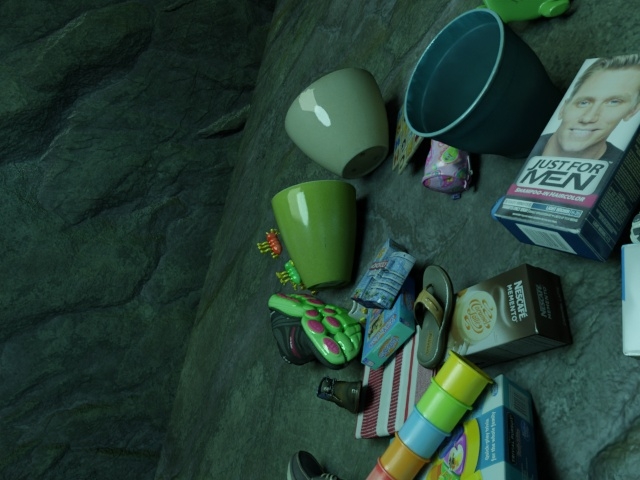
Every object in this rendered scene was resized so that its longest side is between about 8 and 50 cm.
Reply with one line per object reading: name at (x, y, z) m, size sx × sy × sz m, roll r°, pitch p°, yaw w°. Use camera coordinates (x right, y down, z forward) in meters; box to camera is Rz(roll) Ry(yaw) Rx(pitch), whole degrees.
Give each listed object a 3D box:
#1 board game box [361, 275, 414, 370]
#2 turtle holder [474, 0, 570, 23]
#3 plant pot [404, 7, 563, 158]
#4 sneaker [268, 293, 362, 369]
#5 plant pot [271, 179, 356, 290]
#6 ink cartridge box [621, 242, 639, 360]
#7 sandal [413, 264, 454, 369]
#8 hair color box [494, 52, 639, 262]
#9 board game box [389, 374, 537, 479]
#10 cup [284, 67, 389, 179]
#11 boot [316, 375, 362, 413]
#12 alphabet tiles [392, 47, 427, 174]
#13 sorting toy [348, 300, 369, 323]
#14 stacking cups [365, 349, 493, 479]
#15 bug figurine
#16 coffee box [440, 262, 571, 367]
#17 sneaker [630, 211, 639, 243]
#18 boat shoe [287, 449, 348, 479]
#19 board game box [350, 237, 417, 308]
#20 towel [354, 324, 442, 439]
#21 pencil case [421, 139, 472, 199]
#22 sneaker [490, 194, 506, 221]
board game box at (0.172, 0.198, 1.275) m, size 0.160 × 0.047 × 0.210 m, roll -53°, pitch 9°, yaw 31°
turtle holder at (0.475, -0.626, 1.167) m, size 0.227 × 0.243 × 0.320 m, roll -78°, pitch -16°, yaw -46°
plant pot at (0.364, -0.301, 1.089) m, size 0.271 × 0.255 × 0.272 m, roll -40°, pitch 40°, yaw 44°
sneaker at (-0.020, 0.296, 1.553) m, size 0.483 × 0.185 × 0.202 m, roll -162°, pitch 73°, yaw -66°
plant pot at (0.000, 0.000, 1.596) m, size 0.275 × 0.275 × 0.293 m, roll -30°, pitch 64°, yaw 52°
ink cartridge box at (0.490, 0.098, 0.671) m, size 0.086 × 0.203 × 0.148 m, roll -18°, pitch 58°, yaw 54°
sandal at (0.223, 0.154, 1.062) m, size 0.090 × 0.060 × 0.219 m, roll -13°, pitch 62°, yaw 62°
hair color box at (0.469, -0.149, 0.873) m, size 0.347 × 0.105 × 0.174 m, roll -58°, pitch 31°, yaw -6°
board game box at (0.240, 0.435, 0.942) m, size 0.336 × 0.079 × 0.254 m, roll -48°, pitch 10°, yaw 36°
cup at (0.084, -0.335, 1.610) m, size 0.331 × 0.331 × 0.237 m, roll -46°, pitch 63°, yaw 40°
boot at (0.046, 0.392, 1.300) m, size 0.219 × 0.106 × 0.082 m, roll 99°, pitch -176°, yaw -66°
alphabet tiles at (0.265, -0.370, 1.453) m, size 0.285 × 0.011 × 0.342 m, roll 117°, pitch 164°, yaw -59°
sorting toy at (0.116, 0.193, 1.426) m, size 0.045 × 0.075 × 0.083 m, roll 22°, pitch 93°, yaw 63°
stacking cups at (0.190, 0.358, 0.945) m, size 0.316 × 0.096 × 0.096 m, roll -55°, pitch 29°, yaw 1°
bug figurine at (-0.081, 0.075, 1.710) m, size 0.072 × 0.279 × 0.216 m, roll -38°, pitch 58°, yaw 16°
coffee box at (0.345, 0.158, 1.005) m, size 0.246 × 0.098 × 0.141 m, roll -37°, pitch 42°, yaw 48°
sneaker at (0.580, -0.013, 0.685) m, size 0.275 × 0.110 × 0.107 m, roll 0°, pitch 65°, yaw 41°
boat shoe at (0.036, 0.648, 1.260) m, size 0.130 × 0.132 × 0.355 m, roll -56°, pitch 38°, yaw 7°
board game box at (0.171, 0.081, 1.331) m, size 0.194 × 0.060 × 0.194 m, roll -59°, pitch 7°, yaw -12°
towel at (0.181, 0.332, 1.184) m, size 0.329 × 0.037 × 0.237 m, roll -46°, pitch 26°, yaw 55°
pencil case at (0.331, -0.255, 1.275) m, size 0.124 × 0.124 × 0.284 m, roll -15°, pitch 61°, yaw 58°
sneaker at (0.425, -0.055, 1.021) m, size 0.209 × 0.069 × 0.082 m, roll -15°, pitch 55°, yaw 56°
